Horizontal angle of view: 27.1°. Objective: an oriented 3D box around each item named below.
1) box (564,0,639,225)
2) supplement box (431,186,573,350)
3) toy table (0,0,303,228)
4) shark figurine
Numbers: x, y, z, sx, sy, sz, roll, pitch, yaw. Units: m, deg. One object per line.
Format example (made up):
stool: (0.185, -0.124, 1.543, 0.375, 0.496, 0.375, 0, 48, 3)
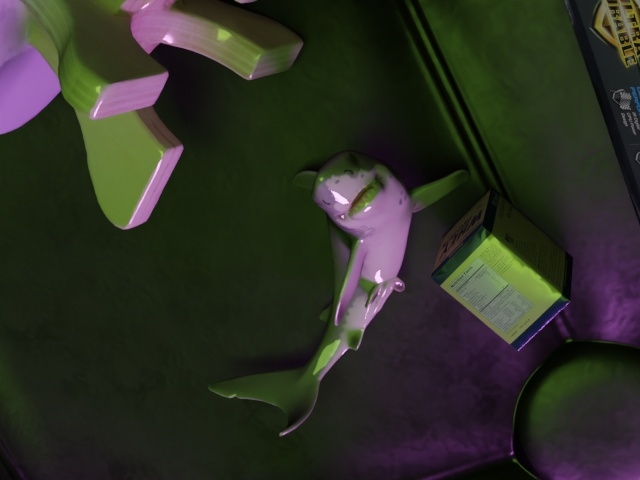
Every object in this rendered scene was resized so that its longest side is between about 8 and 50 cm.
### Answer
box: (0.263, -0.102, 0.852, 0.175, 0.051, 0.220, 1, 121, 46)
supplement box: (0.133, 0.019, 0.964, 0.083, 0.083, 0.056, 40, 114, -6)
toy table: (-0.130, -0.155, 0.880, 0.161, 0.252, 0.274, 36, 128, 14)
shark figurine: (0.006, 0.010, 1.000, 0.116, 0.166, 0.278, 39, 136, 23)
